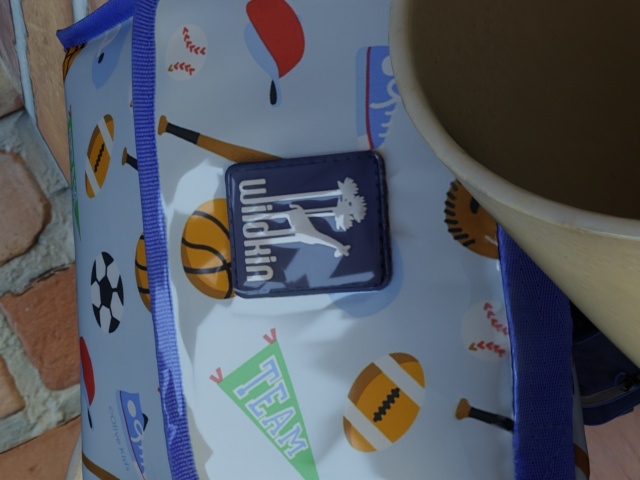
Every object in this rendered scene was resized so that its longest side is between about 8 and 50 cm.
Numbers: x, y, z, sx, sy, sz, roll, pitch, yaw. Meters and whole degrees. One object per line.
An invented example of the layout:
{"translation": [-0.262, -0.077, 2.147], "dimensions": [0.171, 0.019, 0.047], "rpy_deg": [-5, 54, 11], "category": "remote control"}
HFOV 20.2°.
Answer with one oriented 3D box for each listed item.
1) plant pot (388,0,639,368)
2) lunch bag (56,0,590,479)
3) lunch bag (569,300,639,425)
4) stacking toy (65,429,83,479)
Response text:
{"translation": [0.193, -0.008, 0.506], "dimensions": [0.274, 0.256, 0.256], "rpy_deg": [54, 173, -36], "category": "plant pot"}
{"translation": [0.000, 0.000, 0.999], "dimensions": [0.385, 0.239, 0.328], "rpy_deg": [-9, 85, 61], "category": "lunch bag"}
{"translation": [0.156, 0.065, 1.033], "dimensions": [0.098, 0.067, 0.065], "rpy_deg": [30, 144, 63], "category": "lunch bag"}
{"translation": [0.065, 0.244, 1.332], "dimensions": [0.480, 0.350, 0.351], "rpy_deg": [19, 135, 46], "category": "stacking toy"}
